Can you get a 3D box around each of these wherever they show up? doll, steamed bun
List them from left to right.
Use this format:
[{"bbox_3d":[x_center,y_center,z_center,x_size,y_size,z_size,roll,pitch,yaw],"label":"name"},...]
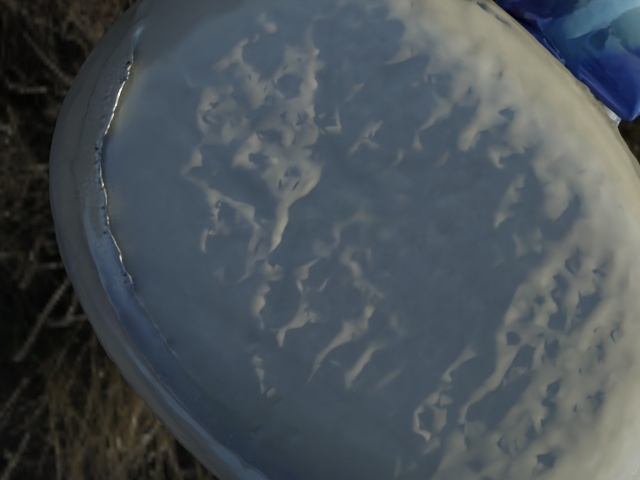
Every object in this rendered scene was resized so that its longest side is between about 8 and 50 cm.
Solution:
[{"bbox_3d":[0.015,0.008,0.491,0.228,0.131,0.177,43,76,-4],"label":"steamed bun"},{"bbox_3d":[0.216,-0.154,1.291,0.187,0.365,0.376,19,97,16],"label":"doll"}]
